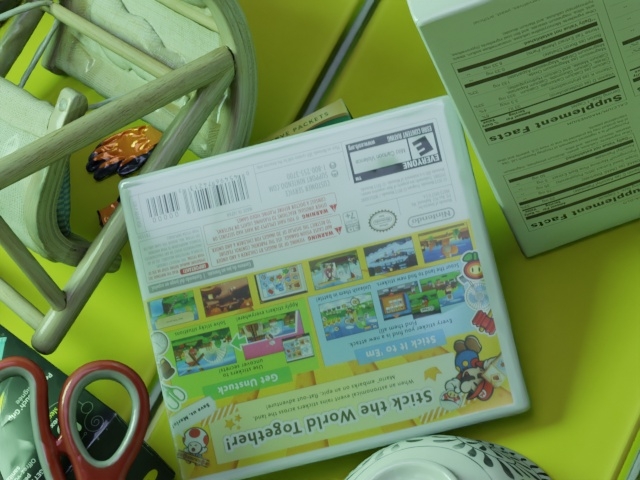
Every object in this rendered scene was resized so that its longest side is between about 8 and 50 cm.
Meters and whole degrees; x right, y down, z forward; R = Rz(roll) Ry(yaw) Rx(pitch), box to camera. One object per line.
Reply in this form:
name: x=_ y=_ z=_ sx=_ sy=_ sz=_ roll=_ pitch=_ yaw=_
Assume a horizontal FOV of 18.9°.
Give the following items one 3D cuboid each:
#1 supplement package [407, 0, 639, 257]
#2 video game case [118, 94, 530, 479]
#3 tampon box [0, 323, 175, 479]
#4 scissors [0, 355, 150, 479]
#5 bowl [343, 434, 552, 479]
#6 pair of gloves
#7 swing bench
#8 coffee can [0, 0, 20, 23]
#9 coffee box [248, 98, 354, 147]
supplement package: x=0.164 y=-0.162 z=1.191 sx=0.198 sy=0.263 sz=0.199 roll=-19 pitch=54 yaw=10
video game case: x=0.000 y=0.034 z=1.221 sx=0.227 sy=0.026 sz=0.206 roll=-14 pitch=82 yaw=8
tampon box: x=-0.201 y=0.140 z=1.254 sx=0.161 sy=0.101 sz=0.120 roll=32 pitch=76 yaw=34
scissors: x=-0.137 y=0.211 z=1.152 sx=0.109 sy=0.021 sz=0.297 roll=-10 pitch=80 yaw=-10
bowl: x=0.061 y=0.178 z=1.135 sx=0.170 sy=0.080 sz=0.170 roll=-11 pitch=56 yaw=17
pair of gloves: x=-0.135 y=-0.050 z=1.403 sx=0.074 sy=0.010 sz=0.083 roll=-24 pitch=54 yaw=7
swing bench: x=-0.198 y=-0.100 z=1.346 sx=0.254 sy=0.165 sz=0.253 roll=-44 pitch=42 yaw=-12
coffee can: x=-0.366 y=-0.289 z=1.484 sx=0.201 sy=0.275 sz=0.202 roll=-10 pitch=56 yaw=16
coffee box: x=0.000 y=0.000 z=1.296 sx=0.113 sy=0.040 sz=0.184 roll=-26 pitch=53 yaw=6
